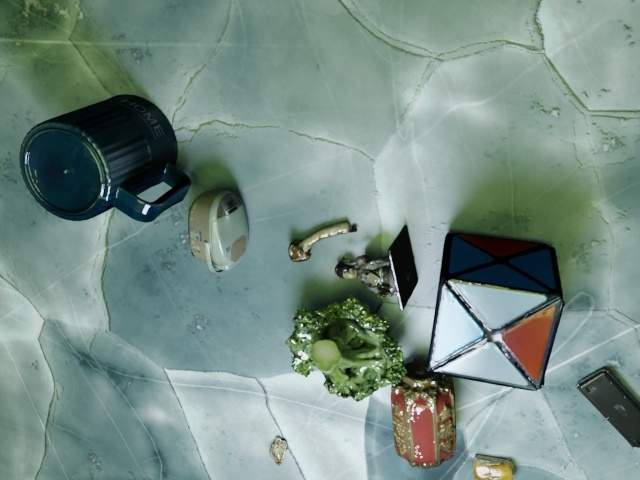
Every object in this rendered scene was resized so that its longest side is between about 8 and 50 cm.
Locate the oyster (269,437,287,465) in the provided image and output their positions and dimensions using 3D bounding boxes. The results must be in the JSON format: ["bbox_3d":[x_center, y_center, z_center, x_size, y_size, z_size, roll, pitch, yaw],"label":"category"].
[{"bbox_3d":[-0.126,0.624,1.766,0.051,0.034,0.093,18,105,-10],"label":"oyster"}]

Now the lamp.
[{"bbox_3d":[0.264,0.442,1.508,0.177,0.177,0.274,1,112,15],"label":"lamp"}]

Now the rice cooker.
[{"bbox_3d":[-0.253,-0.025,1.468,0.127,0.145,0.206,15,119,22],"label":"rice cooker"}]

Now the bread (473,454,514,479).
[{"bbox_3d":[0.463,0.619,1.591,0.106,0.053,0.072,5,110,19],"label":"bread"}]

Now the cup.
[{"bbox_3d":[-0.494,-0.170,1.389,0.242,0.292,0.308,-25,103,23],"label":"cup"}]

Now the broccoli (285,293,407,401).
[{"bbox_3d":[0.057,0.259,1.464,0.288,0.235,0.260,-15,139,13],"label":"broccoli"}]

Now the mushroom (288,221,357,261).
[{"bbox_3d":[0.000,0.000,1.458,0.187,0.061,0.060,-27,98,19],"label":"mushroom"}]

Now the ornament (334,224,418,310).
[{"bbox_3d":[0.115,0.075,1.419,0.196,0.153,0.166,-5,110,27],"label":"ornament"}]

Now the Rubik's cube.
[{"bbox_3d":[0.378,0.148,1.310,0.246,0.248,0.250,8,115,13],"label":"Rubik's cube"}]

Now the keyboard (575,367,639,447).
[{"bbox_3d":[0.728,0.410,1.447,0.093,0.025,0.230,-41,97,24],"label":"keyboard"}]
